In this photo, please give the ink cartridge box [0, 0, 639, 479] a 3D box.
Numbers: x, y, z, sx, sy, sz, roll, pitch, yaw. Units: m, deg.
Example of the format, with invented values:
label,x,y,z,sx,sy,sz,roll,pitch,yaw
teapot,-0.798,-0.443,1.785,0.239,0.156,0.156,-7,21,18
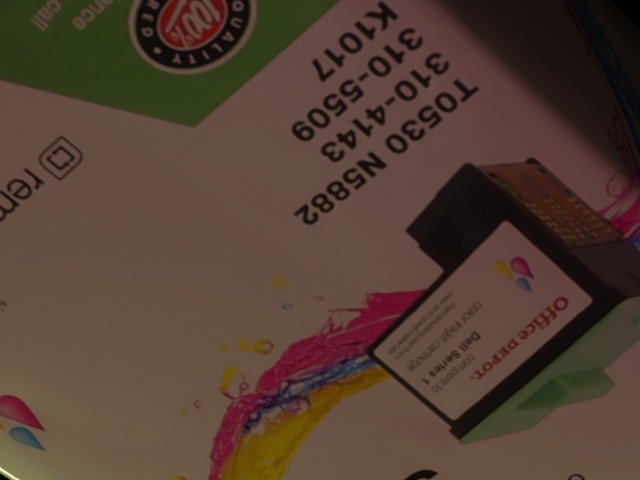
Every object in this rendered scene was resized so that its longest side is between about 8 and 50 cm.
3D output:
label,x,y,z,sx,sy,sz,roll,pitch,yaw
ink cartridge box,0.000,0.000,0.470,0.201,0.117,0.278,-38,118,26
